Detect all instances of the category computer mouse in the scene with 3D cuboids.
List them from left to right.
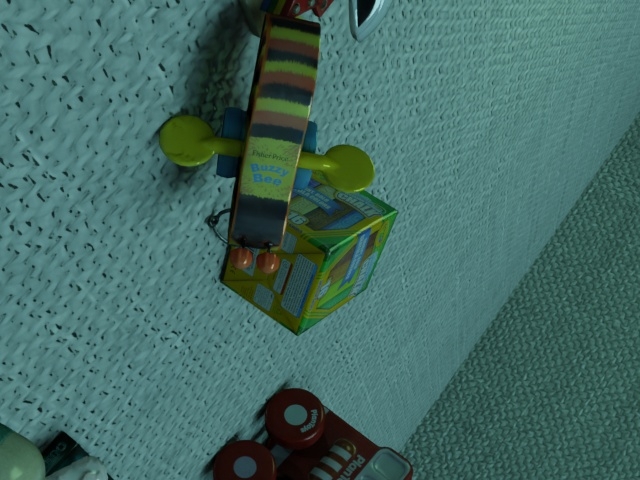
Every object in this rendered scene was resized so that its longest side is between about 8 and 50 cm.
[{"bbox_3d":[0.051,-0.287,0.847,0.106,0.042,0.193,-61,151,-70],"label":"computer mouse"}]

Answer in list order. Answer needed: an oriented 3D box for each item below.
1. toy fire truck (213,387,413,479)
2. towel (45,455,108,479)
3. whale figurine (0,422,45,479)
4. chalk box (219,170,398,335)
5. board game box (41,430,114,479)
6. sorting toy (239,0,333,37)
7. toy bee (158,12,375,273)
[{"bbox_3d":[-0.025,0.410,1.448,0.302,0.253,0.169,-43,154,-32],"label":"toy fire truck"},{"bbox_3d":[-0.373,0.404,0.925,0.331,0.053,0.317,-28,144,-41],"label":"towel"},{"bbox_3d":[-0.340,0.262,0.708,0.272,0.141,0.216,-58,-175,-16],"label":"whale figurine"},{"bbox_3d":[0.000,0.000,1.119,0.213,0.132,0.132,-30,145,-50],"label":"chalk box"},{"bbox_3d":[-0.302,0.304,1.025,0.126,0.026,0.186,-49,157,-21],"label":"board game box"},{"bbox_3d":[-0.021,-0.265,0.837,0.132,0.046,0.274,-52,158,-13],"label":"sorting toy"},{"bbox_3d":[-0.044,-0.055,0.867,0.162,0.195,0.298,-92,173,-47],"label":"toy bee"}]
